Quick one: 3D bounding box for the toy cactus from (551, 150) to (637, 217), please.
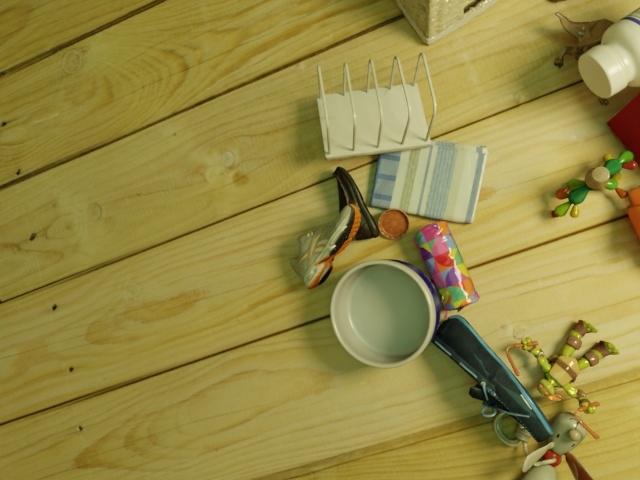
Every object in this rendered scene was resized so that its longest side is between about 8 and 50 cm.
[{"bbox_3d":[0.648,-0.129,1.137,0.219,0.180,0.112,-33,75,18],"label":"toy cactus"}]

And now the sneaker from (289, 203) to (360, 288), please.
[{"bbox_3d":[0.000,0.000,1.275,0.121,0.099,0.262,41,112,20],"label":"sneaker"}]

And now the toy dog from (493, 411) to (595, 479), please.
[{"bbox_3d":[0.518,0.571,1.116,0.220,0.161,0.334,4,86,11],"label":"toy dog"}]

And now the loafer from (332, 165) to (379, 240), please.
[{"bbox_3d":[0.080,-0.096,1.297,0.078,0.080,0.220,-27,81,8],"label":"loafer"}]

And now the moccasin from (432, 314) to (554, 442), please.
[{"bbox_3d":[0.408,0.342,1.177,0.117,0.137,0.342,-41,60,8],"label":"moccasin"}]

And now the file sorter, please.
[{"bbox_3d":[0.136,-0.342,1.218,0.277,0.173,0.193,-7,72,-1],"label":"file sorter"}]

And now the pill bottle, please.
[{"bbox_3d":[0.711,-0.428,1.032,0.272,0.152,0.152,-33,80,10],"label":"pill bottle"}]

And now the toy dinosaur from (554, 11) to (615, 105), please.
[{"bbox_3d":[0.717,-0.481,1.182,0.200,0.127,0.296,-45,75,5],"label":"toy dinosaur"}]

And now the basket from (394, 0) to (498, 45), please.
[{"bbox_3d":[0.321,-0.757,1.210,0.328,0.266,0.331,-32,79,8],"label":"basket"}]

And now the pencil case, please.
[{"bbox_3d":[0.318,0.069,1.230,0.104,0.104,0.236,-21,80,9],"label":"pencil case"}]

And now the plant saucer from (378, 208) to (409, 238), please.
[{"bbox_3d":[0.197,-0.045,1.294,0.083,0.013,0.084,3,106,9],"label":"plant saucer"}]

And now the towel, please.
[{"bbox_3d":[0.287,-0.166,1.287,0.285,0.034,0.209,11,90,14],"label":"towel"}]

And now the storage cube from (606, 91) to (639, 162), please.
[{"bbox_3d":[0.826,-0.279,1.097,0.183,0.215,0.193,-33,77,3],"label":"storage cube"}]

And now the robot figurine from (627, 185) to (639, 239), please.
[{"bbox_3d":[0.806,-0.033,1.121,0.128,0.158,0.219,-26,85,24],"label":"robot figurine"}]

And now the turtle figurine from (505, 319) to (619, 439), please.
[{"bbox_3d":[0.601,0.312,1.157,0.217,0.087,0.269,-42,67,-3],"label":"turtle figurine"}]

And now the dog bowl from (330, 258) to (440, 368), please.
[{"bbox_3d":[0.164,0.179,1.216,0.264,0.104,0.265,0,91,26],"label":"dog bowl"}]
